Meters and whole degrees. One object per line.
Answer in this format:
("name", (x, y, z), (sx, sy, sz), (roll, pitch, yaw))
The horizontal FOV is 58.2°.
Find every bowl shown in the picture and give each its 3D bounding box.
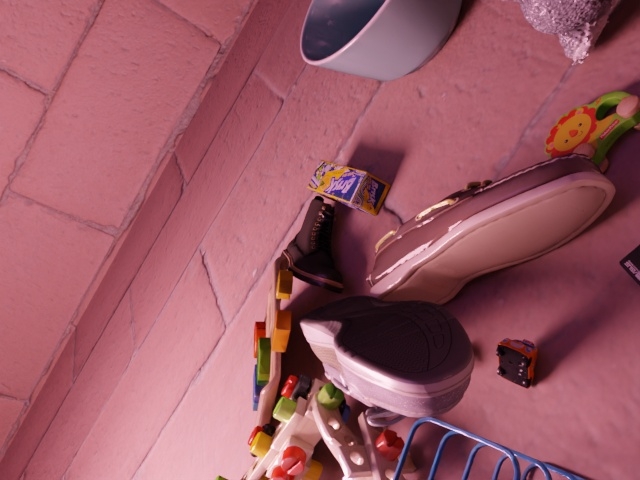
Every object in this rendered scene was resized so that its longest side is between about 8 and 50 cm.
("bowl", (0.122, -0.400, 0.982), (0.312, 0.163, 0.311), (-38, 39, 39))

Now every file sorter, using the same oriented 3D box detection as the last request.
("file sorter", (0.149, 0.222, 0.459), (0.118, 0.170, 0.104), (1, 67, 58))

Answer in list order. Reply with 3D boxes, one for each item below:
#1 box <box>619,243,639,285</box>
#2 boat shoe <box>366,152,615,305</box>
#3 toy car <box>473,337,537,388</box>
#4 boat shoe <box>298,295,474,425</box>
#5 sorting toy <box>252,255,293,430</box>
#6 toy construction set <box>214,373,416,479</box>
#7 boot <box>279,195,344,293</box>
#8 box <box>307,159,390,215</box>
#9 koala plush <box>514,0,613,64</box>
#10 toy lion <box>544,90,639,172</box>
("box", (0.314, 0.026, 0.500), (0.067, 0.018, 0.083), (-49, 33, 24))
("boat shoe", (0.171, -0.013, 0.662), (0.324, 0.117, 0.096), (-40, 41, 45))
("toy car", (0.178, 0.116, 0.612), (0.040, 0.060, 0.122), (-42, 27, -29))
("boat shoe", (0.063, 0.128, 0.615), (0.320, 0.118, 0.103), (-2, 108, 70))
("sorting toy", (-0.079, 0.141, 0.866), (0.307, 0.041, 0.228), (104, 170, -51))
("toy construction set", (-0.036, 0.297, 0.711), (0.328, 0.151, 0.215), (-42, 11, 20))
("boot", (0.000, 0.000, 0.951), (0.198, 0.077, 0.136), (30, 95, 60))
("box", (0.044, -0.092, 0.977), (0.059, 0.054, 0.169), (-64, 29, 1))
("koala plush", (0.301, -0.326, 0.640), (0.221, 0.196, 0.203), (-59, 19, 10))
("toy lion", (0.297, -0.123, 0.633), (0.100, 0.034, 0.096), (-51, 25, 22))
